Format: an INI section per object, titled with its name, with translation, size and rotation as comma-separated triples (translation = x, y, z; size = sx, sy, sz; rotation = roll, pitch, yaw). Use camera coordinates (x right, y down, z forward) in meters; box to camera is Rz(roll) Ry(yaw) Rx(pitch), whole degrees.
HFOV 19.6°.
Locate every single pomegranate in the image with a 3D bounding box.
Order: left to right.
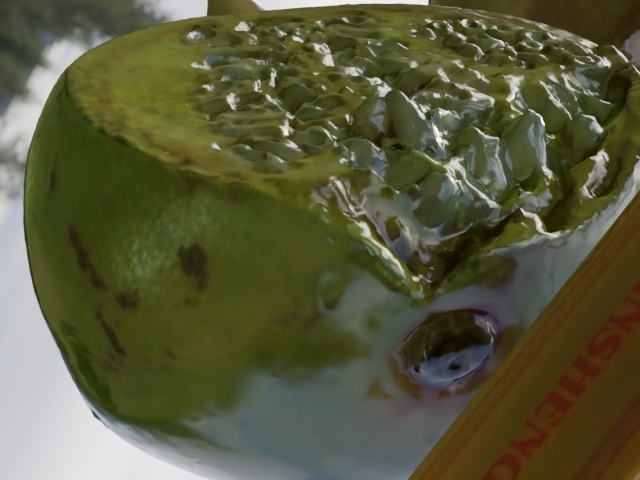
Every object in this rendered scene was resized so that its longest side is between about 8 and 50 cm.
[pomegranate]
translation = 0.000, 0.000, 0.942
size = 0.358, 0.310, 0.216
rotation = -136, -141, -61

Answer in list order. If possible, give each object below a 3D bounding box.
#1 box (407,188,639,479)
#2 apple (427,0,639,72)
[box]
translation = 0.159, 0.108, 0.624
size = 0.174, 0.274, 0.076
rotation = -50, -141, -2
[apple]
translation = 0.208, -0.171, 1.248
size = 0.234, 0.257, 0.256
rotation = -45, -157, 44
